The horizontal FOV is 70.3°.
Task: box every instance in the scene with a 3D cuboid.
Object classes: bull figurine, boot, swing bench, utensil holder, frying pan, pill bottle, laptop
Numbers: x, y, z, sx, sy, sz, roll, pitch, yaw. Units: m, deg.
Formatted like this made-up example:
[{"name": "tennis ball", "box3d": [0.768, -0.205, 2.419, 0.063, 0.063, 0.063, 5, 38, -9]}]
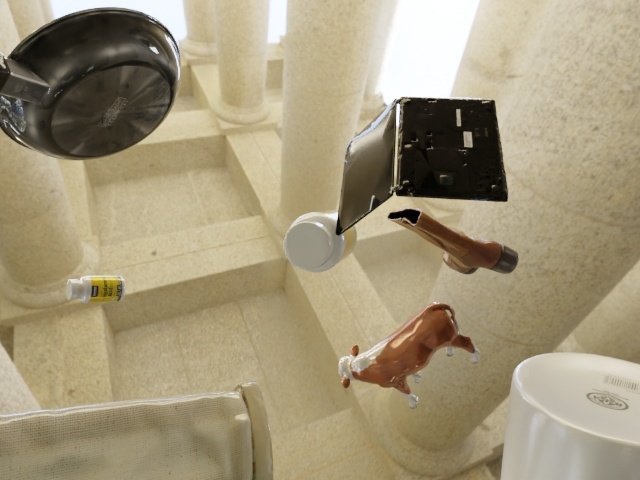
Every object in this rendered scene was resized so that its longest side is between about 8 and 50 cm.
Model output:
[{"name": "bull figurine", "box3d": [0.186, 0.259, 0.994, 0.188, 0.310, 0.101, 38, -155, -23]}, {"name": "boot", "box3d": [0.284, 0.005, 1.101, 0.280, 0.096, 0.264, 21, -178, -14]}, {"name": "swing bench", "box3d": [-0.205, 0.235, 0.373, 0.253, 0.255, 0.165, 9, -123, -41]}, {"name": "utensil holder", "box3d": [0.485, 0.439, 0.799, 0.328, 0.385, 0.327, -1, -168, 0]}, {"name": "frying pan", "box3d": [-0.234, -0.159, 0.413, 0.197, 0.326, 0.053, -38, -99, -1]}, {"name": "pill bottle", "box3d": [0.000, 0.000, 0.907, 0.118, 0.117, 0.208, 22, -169, 12]}, {"name": "pill bottle", "box3d": [-0.531, 0.115, 1.075, 0.116, 0.065, 0.065, 3, -141, -42]}, {"name": "laptop", "box3d": [0.166, -0.128, 0.800, 0.264, 0.136, 0.234, 4, -123, 6]}]
